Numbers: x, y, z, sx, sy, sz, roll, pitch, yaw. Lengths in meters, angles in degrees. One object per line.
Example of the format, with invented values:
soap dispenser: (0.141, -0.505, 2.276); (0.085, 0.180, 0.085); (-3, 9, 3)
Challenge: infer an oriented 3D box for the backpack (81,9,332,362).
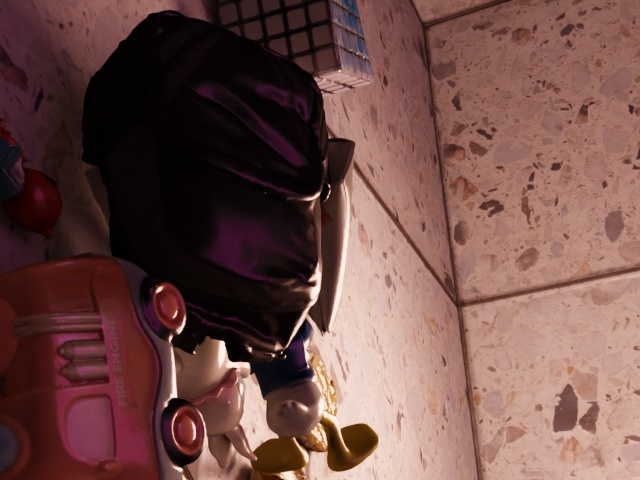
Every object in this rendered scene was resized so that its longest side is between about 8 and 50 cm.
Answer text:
backpack: (-0.140, -0.058, 1.178); (0.363, 0.255, 0.446); (19, 47, -29)

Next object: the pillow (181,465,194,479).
pillow: (-0.203, 0.358, 1.139); (0.212, 0.052, 0.208); (-56, 126, -67)

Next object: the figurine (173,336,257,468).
figurine: (-0.159, 0.198, 1.273); (0.155, 0.127, 0.236); (-111, 177, -57)

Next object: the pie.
pie: (-0.014, 0.307, 1.701); (0.195, 0.046, 0.195); (-16, 90, -70)

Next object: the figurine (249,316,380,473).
figurine: (-0.057, 0.159, 1.399); (0.283, 0.204, 0.338); (-115, -170, -58)

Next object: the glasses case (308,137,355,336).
glasses case: (0.000, 0.001, 1.406); (0.128, 0.083, 0.308); (-91, -175, -63)

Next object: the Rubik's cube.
Rubik's cube: (-0.050, -0.405, 1.797); (0.237, 0.238, 0.237); (-3, 81, -72)

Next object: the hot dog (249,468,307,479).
hot dog: (-0.069, 0.448, 1.398); (0.109, 0.072, 0.270); (40, 35, -33)

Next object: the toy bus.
toy bus: (-0.264, 0.151, 0.927); (0.232, 0.194, 0.288); (15, 63, -59)

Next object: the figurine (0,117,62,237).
figurine: (-0.341, -0.062, 1.023); (0.075, 0.068, 0.140); (-86, 152, -47)
